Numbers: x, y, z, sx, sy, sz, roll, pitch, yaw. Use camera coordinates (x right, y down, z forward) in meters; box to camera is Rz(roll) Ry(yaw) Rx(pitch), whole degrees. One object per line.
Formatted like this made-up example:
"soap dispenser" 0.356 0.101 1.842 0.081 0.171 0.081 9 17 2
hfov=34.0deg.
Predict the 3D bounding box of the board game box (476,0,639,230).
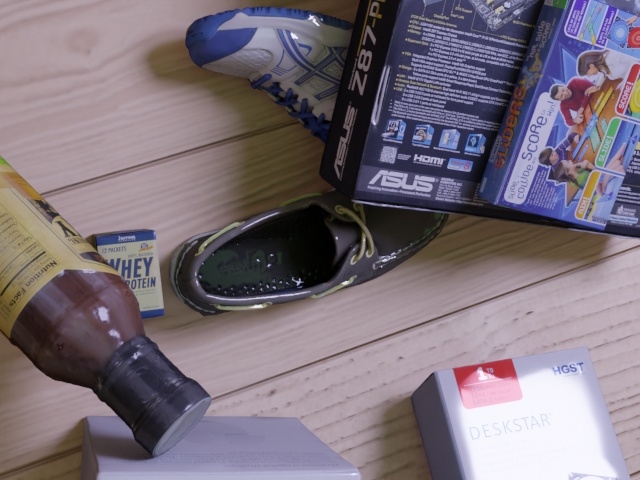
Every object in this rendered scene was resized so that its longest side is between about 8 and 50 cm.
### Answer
"board game box" 0.240 -0.119 0.975 0.136 0.035 0.201 12 104 -27

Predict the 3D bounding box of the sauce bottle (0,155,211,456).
"sauce bottle" -0.238 0.046 0.918 0.344 0.111 0.111 43 80 12

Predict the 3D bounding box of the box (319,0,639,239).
"box" 0.221 -0.174 1.022 0.394 0.097 0.318 6 108 -25

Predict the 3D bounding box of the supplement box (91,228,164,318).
"supplement box" -0.186 0.032 1.007 0.056 0.083 0.083 -7 93 -15

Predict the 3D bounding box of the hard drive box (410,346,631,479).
"hard drive box" 0.214 0.243 1.076 0.181 0.089 0.232 -8 67 -15

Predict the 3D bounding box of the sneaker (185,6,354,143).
"sneaker" 0.009 -0.149 1.044 0.296 0.112 0.131 7 90 -15

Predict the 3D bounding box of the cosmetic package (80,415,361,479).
"cosmetic package" -0.103 0.250 0.963 0.224 0.224 0.138 3 90 -15

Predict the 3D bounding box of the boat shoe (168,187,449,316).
"boat shoe" 0.001 0.004 1.054 0.304 0.091 0.109 -17 96 -14
